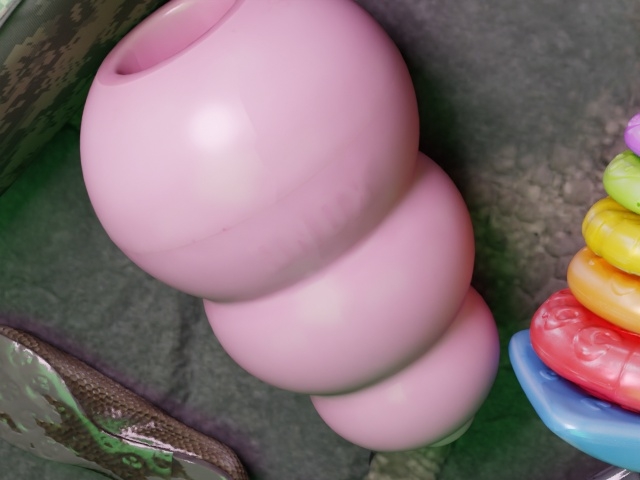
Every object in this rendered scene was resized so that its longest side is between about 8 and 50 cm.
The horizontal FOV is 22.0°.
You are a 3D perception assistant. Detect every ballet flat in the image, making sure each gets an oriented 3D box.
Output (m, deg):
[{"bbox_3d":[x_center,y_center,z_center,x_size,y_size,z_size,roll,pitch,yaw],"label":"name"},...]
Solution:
[{"bbox_3d":[-0.160,0.132,1.213,0.249,0.058,0.084,27,117,5],"label":"ballet flat"}]

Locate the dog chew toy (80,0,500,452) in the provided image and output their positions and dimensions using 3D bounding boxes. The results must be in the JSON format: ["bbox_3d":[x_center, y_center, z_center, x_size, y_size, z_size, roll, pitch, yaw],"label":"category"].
[{"bbox_3d":[0.000,0.000,1.021,0.206,0.207,0.332,-23,117,24],"label":"dog chew toy"}]

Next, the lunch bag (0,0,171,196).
[{"bbox_3d":[-0.270,-0.163,1.003,0.256,0.212,0.305,48,118,7],"label":"lunch bag"}]

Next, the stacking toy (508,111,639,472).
[{"bbox_3d":[0.226,-0.024,0.986,0.175,0.166,0.302,7,108,-6],"label":"stacking toy"}]

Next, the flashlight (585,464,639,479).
[{"bbox_3d":[0.122,0.261,1.155,0.304,0.103,0.103,-34,64,18],"label":"flashlight"}]
